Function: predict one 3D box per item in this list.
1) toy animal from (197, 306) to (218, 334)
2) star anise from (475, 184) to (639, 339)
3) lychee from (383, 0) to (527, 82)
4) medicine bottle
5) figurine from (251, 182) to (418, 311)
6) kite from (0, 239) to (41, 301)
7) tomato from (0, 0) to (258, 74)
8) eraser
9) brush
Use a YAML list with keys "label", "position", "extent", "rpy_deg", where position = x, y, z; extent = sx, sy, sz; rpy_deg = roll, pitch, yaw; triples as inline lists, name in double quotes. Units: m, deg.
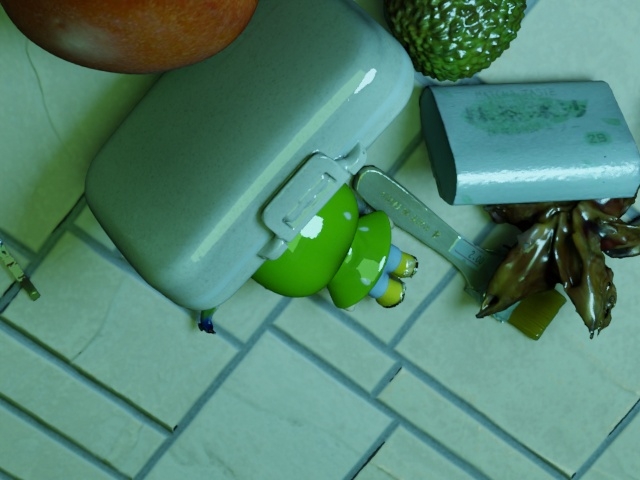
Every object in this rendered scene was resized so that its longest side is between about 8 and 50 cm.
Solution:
- label: "toy animal"
  position: [-0.145, 0.011, 1.714]
  extent: [0.075, 0.041, 0.217]
  rpy_deg: [-5, 112, 30]
- label: "star anise"
  position: [0.347, 0.003, 1.755]
  extent: [0.346, 0.237, 0.148]
  rpy_deg: [-19, 148, -11]
- label: "lychee"
  position: [0.159, -0.263, 1.635]
  extent: [0.171, 0.171, 0.171]
  rpy_deg: [-3, 108, -10]
- label: "medicine bottle"
  position: [-0.085, -0.118, 1.570]
  extent: [0.375, 0.282, 0.123]
  rpy_deg: [-47, 140, 4]
- label: "figurine"
  position: [0.000, 0.000, 1.703]
  extent: [0.263, 0.143, 0.162]
  rpy_deg: [26, 95, -30]
- label: "kite"
  position: [-0.448, -0.026, 1.663]
  extent: [0.169, 0.015, 0.310]
  rpy_deg: [-40, 110, 2]
- label: "tomato"
  position: [-0.203, -0.322, 1.477]
  extent: [0.321, 0.321, 0.321]
  rpy_deg: [-3, 108, -10]
- label: "eraser"
  position: [0.245, -0.118, 1.697]
  extent: [0.227, 0.174, 0.081]
  rpy_deg: [-4, 141, -10]
- label: "brush"
  position: [0.171, 0.012, 1.797]
  extent: [0.336, 0.020, 0.085]
  rpy_deg: [35, 98, -19]
